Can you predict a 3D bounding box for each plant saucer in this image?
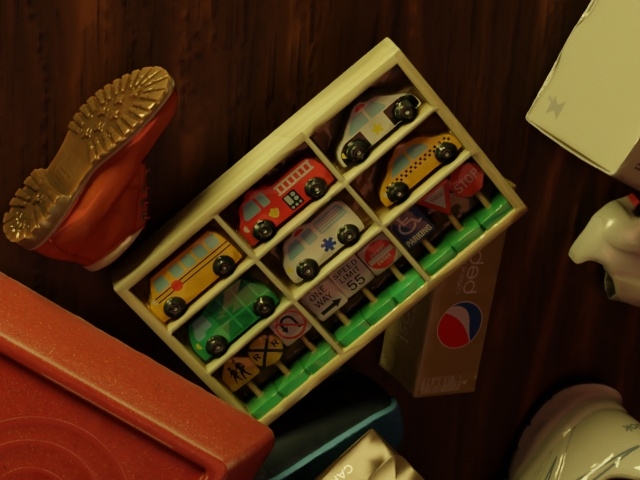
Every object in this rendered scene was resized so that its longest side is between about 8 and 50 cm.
[{"bbox_3d":[-0.203,0.186,1.261,0.258,0.048,0.259,31,96,-11],"label":"plant saucer"}]

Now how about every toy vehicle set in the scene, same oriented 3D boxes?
[{"bbox_3d":[0.000,0.000,1.307,0.267,0.035,0.166,-40,115,5],"label":"toy vehicle set"}]

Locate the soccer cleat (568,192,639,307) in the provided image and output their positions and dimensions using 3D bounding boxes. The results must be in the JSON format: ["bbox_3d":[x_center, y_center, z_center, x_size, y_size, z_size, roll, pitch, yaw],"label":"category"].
[{"bbox_3d":[0.283,0.033,1.514,0.076,0.068,0.196,-41,127,13],"label":"soccer cleat"}]

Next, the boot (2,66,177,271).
[{"bbox_3d":[-0.140,-0.048,1.241,0.085,0.059,0.158,32,104,-39],"label":"boot"}]

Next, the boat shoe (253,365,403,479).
[{"bbox_3d":[-0.059,0.185,1.385,0.258,0.089,0.109,-24,136,-23],"label":"boat shoe"}]

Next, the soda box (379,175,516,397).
[{"bbox_3d":[0.098,0.030,1.405,0.058,0.061,0.181,-2,114,-29],"label":"soda box"}]

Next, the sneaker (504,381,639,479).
[{"bbox_3d":[0.186,0.266,1.531,0.111,0.129,0.297,23,103,-37],"label":"sneaker"}]

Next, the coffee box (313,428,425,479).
[{"bbox_3d":[0.048,0.257,1.407,0.141,0.098,0.246,-43,154,-4],"label":"coffee box"}]

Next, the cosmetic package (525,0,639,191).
[{"bbox_3d":[0.332,-0.086,1.435,0.296,0.129,0.153,21,103,-35],"label":"cosmetic package"}]
